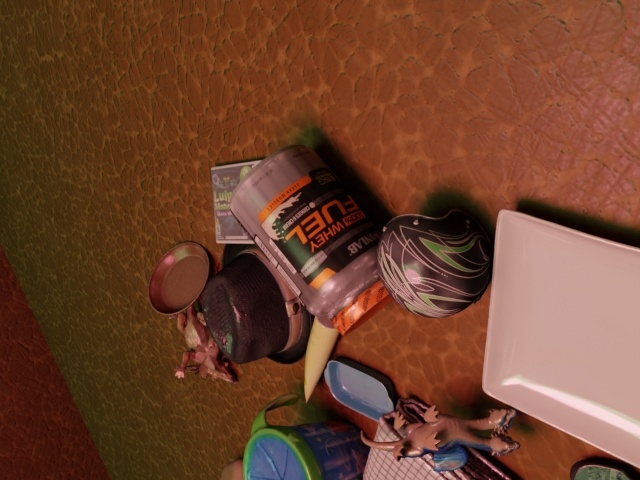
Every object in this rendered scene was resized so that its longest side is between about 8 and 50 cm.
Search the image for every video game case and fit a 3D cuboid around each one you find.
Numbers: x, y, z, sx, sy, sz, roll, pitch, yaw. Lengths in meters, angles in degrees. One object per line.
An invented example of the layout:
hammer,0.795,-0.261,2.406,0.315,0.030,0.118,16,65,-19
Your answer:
video game case,-0.172,-0.080,1.335,0.190,0.022,0.173,0,95,47

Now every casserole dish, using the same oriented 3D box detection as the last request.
casserole dish,0.088,0.312,1.308,0.188,0.037,0.114,16,122,40

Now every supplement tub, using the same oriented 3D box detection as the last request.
supplement tub,0.000,0.000,1.103,0.316,0.193,0.193,50,139,13

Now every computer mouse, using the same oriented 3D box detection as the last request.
computer mouse,0.499,0.385,0.923,0.242,0.041,0.071,11,102,37

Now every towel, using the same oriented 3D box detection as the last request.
towel,0.226,0.472,1.194,0.284,0.121,0.235,36,132,30

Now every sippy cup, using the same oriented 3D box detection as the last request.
sippy cup,-0.013,0.499,1.351,0.240,0.224,0.305,-2,90,47

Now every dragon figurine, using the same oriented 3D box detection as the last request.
dragon figurine,0.203,0.347,1.069,0.289,0.144,0.085,-35,41,41

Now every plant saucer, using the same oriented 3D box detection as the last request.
plant saucer,-0.354,0.101,1.579,0.199,0.198,0.036,20,166,38

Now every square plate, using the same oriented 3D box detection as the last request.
square plate,0.402,0.146,0.873,0.347,0.049,0.344,21,125,38

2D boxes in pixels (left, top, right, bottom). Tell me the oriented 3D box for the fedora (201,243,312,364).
fedora,-0.170,0.160,1.404,0.334,0.152,0.334,25,127,36

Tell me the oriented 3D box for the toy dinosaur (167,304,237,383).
toy dinosaur,-0.326,0.259,1.662,0.200,0.127,0.295,96,159,-82

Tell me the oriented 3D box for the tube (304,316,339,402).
tube,-0.007,0.248,1.348,0.062,0.070,0.240,37,134,23

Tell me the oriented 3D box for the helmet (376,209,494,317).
helmet,0.170,0.037,0.958,0.169,0.161,0.169,23,119,50

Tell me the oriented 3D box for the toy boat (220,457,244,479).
toy boat,-0.212,0.762,1.805,0.151,0.151,0.231,-42,37,50
